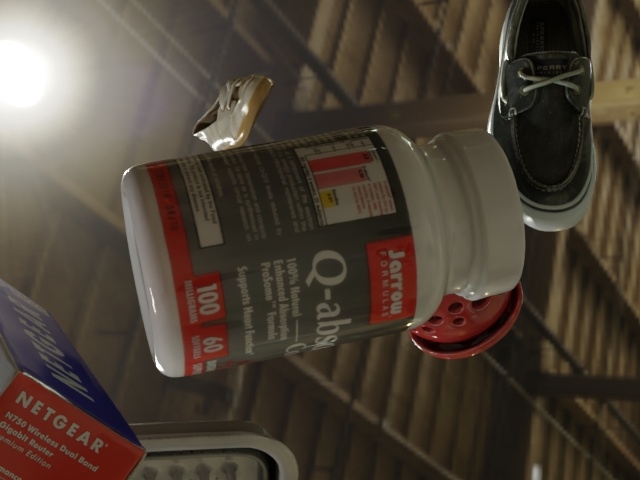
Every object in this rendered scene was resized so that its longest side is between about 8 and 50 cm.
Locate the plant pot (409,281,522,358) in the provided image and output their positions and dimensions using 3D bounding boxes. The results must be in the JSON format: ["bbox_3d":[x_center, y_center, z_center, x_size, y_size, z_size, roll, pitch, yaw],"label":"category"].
[{"bbox_3d":[0.174,0.052,1.636,0.174,0.191,0.191,53,-134,-37],"label":"plant pot"}]

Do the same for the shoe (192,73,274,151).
[{"bbox_3d":[-0.112,-0.155,1.500,0.058,0.219,0.076,27,-109,-10],"label":"shoe"}]

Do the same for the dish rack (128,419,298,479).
[{"bbox_3d":[-0.170,0.298,1.121,0.072,0.286,0.332,-108,20,-59],"label":"dish rack"}]

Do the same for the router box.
[{"bbox_3d":[-0.258,0.176,0.722,0.082,0.335,0.301,38,-95,-22],"label":"router box"}]

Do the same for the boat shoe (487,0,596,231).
[{"bbox_3d":[0.245,-0.172,1.358,0.119,0.121,0.335,87,-177,-58],"label":"boat shoe"}]

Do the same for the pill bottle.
[{"bbox_3d":[0.000,0.000,1.192,0.210,0.363,0.210,169,90,-79],"label":"pill bottle"}]
